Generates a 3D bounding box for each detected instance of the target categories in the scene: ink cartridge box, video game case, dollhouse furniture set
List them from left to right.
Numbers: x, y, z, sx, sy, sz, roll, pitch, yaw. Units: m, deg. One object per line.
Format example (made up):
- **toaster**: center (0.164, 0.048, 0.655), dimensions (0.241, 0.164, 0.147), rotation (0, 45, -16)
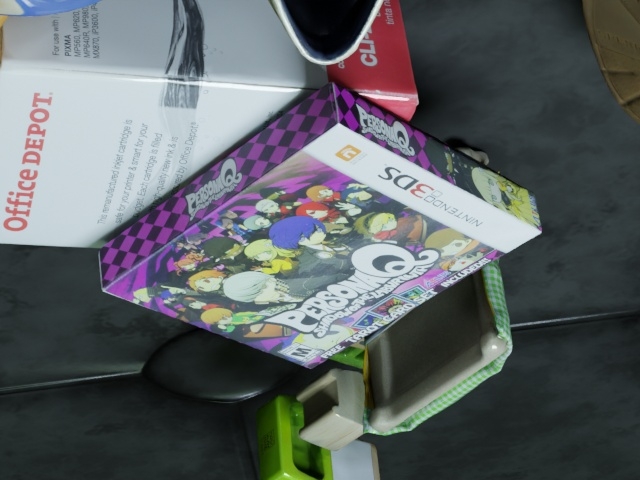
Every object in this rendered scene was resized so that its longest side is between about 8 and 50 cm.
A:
- **ink cartridge box**: center (-0.096, -0.088, 1.048), dimensions (0.273, 0.114, 0.197), rotation (3, 146, -17)
- **video game case**: center (0.000, 0.000, 1.061), dimensions (0.232, 0.041, 0.210), rotation (-33, 140, 32)
- **dollhouse furniture set**: center (0.090, 0.086, 1.269), dimensions (0.151, 0.197, 0.301), rotation (19, 139, -32)

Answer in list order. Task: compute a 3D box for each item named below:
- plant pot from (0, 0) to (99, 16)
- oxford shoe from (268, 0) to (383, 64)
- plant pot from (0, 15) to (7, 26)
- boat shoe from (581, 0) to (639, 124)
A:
- **plant pot**: center (-0.182, -0.231, 0.657), dimensions (0.236, 0.212, 0.236), rotation (10, 155, 31)
- **oxford shoe**: center (0.021, -0.256, 0.790), dimensions (0.141, 0.146, 0.397), rotation (-5, 146, -3)
- **plant pot**: center (-0.277, -0.140, 0.884), dimensions (0.188, 0.205, 0.205), rotation (-36, 139, 14)
- **boat shoe**: center (0.212, -0.210, 0.946), dimensions (0.110, 0.122, 0.341), rotation (-40, 138, -13)
